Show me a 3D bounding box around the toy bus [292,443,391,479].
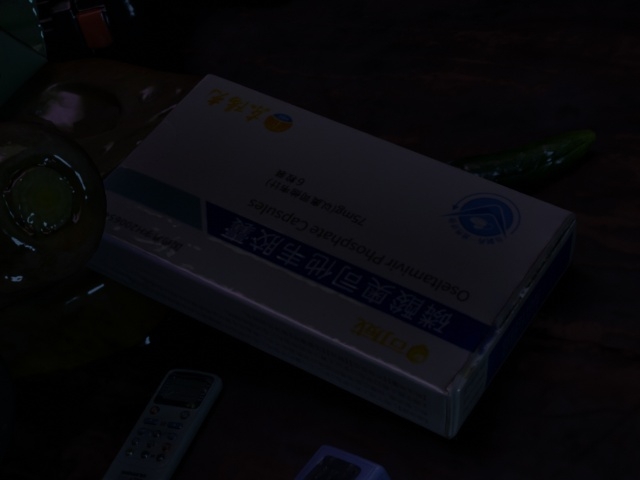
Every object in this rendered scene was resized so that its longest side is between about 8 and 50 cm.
[{"bbox_3d":[-0.017,0.214,0.902,0.073,0.076,0.167,14,50,37],"label":"toy bus"}]

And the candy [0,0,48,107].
[{"bbox_3d":[-0.377,-0.137,1.189,0.262,0.172,0.398,-15,8,-2],"label":"candy"}]

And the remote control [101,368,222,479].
[{"bbox_3d":[-0.120,0.148,1.077,0.053,0.018,0.124,5,46,29],"label":"remote control"}]

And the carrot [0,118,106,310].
[{"bbox_3d":[-0.266,-0.019,1.062,0.301,0.139,0.139,4,43,51],"label":"carrot"}]

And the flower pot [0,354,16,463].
[{"bbox_3d":[-0.345,0.133,1.065,0.243,0.189,0.157,-11,24,22],"label":"flower pot"}]

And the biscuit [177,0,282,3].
[{"bbox_3d":[-0.195,-0.333,1.610,0.388,0.107,0.073,6,46,31],"label":"biscuit"}]

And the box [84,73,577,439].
[{"bbox_3d":[0.000,0.000,1.088,0.343,0.065,0.200,23,53,24],"label":"box"}]

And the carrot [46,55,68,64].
[{"bbox_3d":[-0.291,-0.204,1.563,0.254,0.049,0.049,-24,38,-9],"label":"carrot"}]

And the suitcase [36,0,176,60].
[{"bbox_3d":[-0.296,-0.235,1.493,0.285,0.066,0.206,-12,25,13],"label":"suitcase"}]

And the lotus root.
[{"bbox_3d":[-0.234,-0.036,1.287,0.374,0.111,0.390,-23,38,-5],"label":"lotus root"}]

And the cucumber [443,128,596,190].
[{"bbox_3d":[0.151,-0.058,1.167,0.167,0.039,0.039,-16,37,-9],"label":"cucumber"}]
